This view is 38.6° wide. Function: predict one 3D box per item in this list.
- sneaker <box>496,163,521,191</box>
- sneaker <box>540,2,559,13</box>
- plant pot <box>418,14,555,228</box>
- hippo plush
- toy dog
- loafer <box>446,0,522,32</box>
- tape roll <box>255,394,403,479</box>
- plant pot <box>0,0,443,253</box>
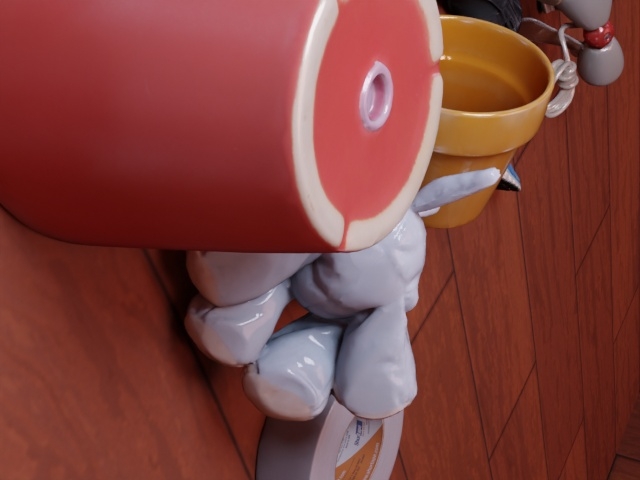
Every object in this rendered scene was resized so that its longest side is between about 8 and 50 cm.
[{"bbox_3d":[0.265,-0.123,1.361,0.162,0.063,0.073,39,63,-57],"label":"sneaker"},{"bbox_3d":[0.415,-0.437,1.485,0.065,0.076,0.166,44,63,-57],"label":"sneaker"},{"bbox_3d":[0.143,-0.124,1.042,0.205,0.205,0.188,-47,153,-42],"label":"plant pot"},{"bbox_3d":[0.000,0.000,0.871,0.236,0.234,0.294,-85,-171,-65],"label":"hippo plush"},{"bbox_3d":[0.358,-0.368,1.352,0.220,0.161,0.334,-28,140,-20],"label":"toy dog"},{"bbox_3d":[0.217,-0.296,1.201,0.223,0.076,0.078,2,91,-63],"label":"loafer"},{"bbox_3d":[0.016,0.235,1.059,0.219,0.072,0.219,-29,125,-52],"label":"tape roll"},{"bbox_3d":[-0.063,-0.108,0.629,0.275,0.243,0.275,-29,124,-54],"label":"plant pot"}]
